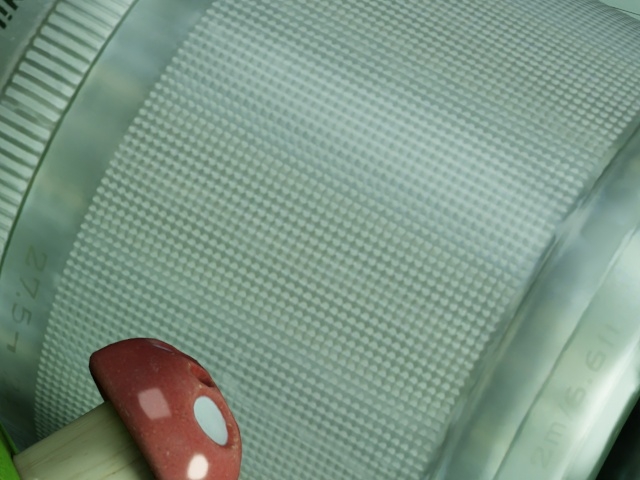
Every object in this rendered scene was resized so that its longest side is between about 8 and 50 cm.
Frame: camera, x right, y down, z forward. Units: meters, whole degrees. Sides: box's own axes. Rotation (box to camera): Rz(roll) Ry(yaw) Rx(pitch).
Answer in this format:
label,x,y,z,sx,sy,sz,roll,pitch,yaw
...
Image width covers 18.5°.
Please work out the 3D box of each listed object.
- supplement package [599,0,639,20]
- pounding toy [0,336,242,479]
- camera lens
label,x,y,z,sx,sy,sz,roll,pitch,yaw
supplement package,0.160,-0.135,0.799,0.149,0.203,0.194,17,48,6
pounding toy,-0.051,0.112,0.513,0.110,0.183,0.237,-29,83,-9
camera lens,0.000,0.000,0.640,0.274,0.219,0.219,29,50,17
